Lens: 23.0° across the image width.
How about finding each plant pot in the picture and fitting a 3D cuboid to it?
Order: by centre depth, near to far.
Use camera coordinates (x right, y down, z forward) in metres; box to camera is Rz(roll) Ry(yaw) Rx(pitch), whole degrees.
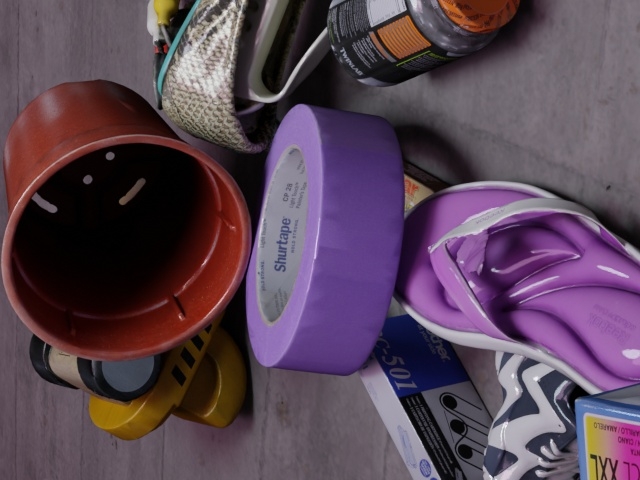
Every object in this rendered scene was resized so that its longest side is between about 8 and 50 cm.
[{"bbox_3d":[-0.244,-0.045,1.789,0.265,0.272,0.272,-125,39,-58],"label":"plant pot"}]

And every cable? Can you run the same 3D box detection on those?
[{"bbox_3d":[-0.192,-0.218,1.908,0.287,0.072,0.139,-83,-1,-56],"label":"cable"}]

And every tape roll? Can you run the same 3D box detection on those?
[{"bbox_3d":[0.000,0.000,1.631,0.275,0.090,0.274,-172,90,-75],"label":"tape roll"}]

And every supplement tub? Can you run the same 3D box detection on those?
[{"bbox_3d":[0.101,-0.225,1.531,0.190,0.117,0.117,-16,84,56],"label":"supplement tub"}]

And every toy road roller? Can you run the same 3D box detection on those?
[{"bbox_3d":[-0.194,0.101,2.019,0.202,0.241,0.329,3,63,56],"label":"toy road roller"}]

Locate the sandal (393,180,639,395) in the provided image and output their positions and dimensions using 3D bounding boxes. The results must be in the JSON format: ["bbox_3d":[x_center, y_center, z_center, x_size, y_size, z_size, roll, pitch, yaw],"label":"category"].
[{"bbox_3d":[0.190,0.027,1.418,0.416,0.102,0.169,23,80,49],"label":"sandal"}]

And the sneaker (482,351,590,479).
[{"bbox_3d":[0.232,0.192,1.454,0.153,0.094,0.234,13,98,63],"label":"sneaker"}]

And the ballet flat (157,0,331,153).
[{"bbox_3d":[-0.025,-0.311,1.658,0.182,0.164,0.482,31,112,26],"label":"ballet flat"}]

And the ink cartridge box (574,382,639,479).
[{"bbox_3d":[0.342,0.292,1.157,0.151,0.270,0.395,3,99,58],"label":"ink cartridge box"}]

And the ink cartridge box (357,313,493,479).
[{"bbox_3d":[0.114,0.173,1.623,0.207,0.097,0.046,61,142,26],"label":"ink cartridge box"}]

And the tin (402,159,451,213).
[{"bbox_3d":[0.094,-0.024,1.661,0.190,0.040,0.106,35,130,48],"label":"tin"}]

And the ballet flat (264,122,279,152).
[{"bbox_3d":[-0.078,-0.139,1.885,0.114,0.041,0.041,60,141,28],"label":"ballet flat"}]
